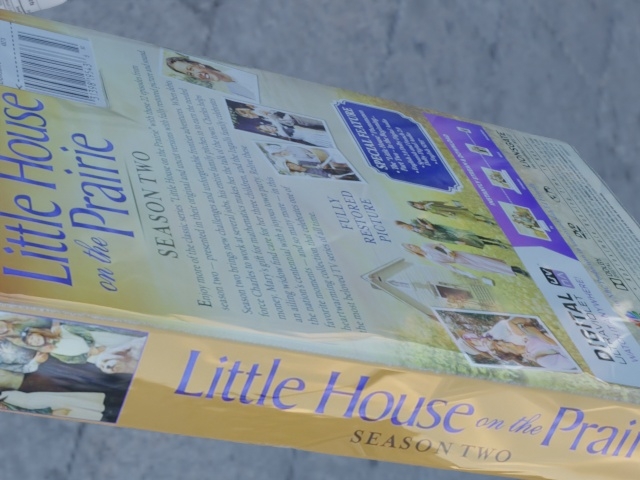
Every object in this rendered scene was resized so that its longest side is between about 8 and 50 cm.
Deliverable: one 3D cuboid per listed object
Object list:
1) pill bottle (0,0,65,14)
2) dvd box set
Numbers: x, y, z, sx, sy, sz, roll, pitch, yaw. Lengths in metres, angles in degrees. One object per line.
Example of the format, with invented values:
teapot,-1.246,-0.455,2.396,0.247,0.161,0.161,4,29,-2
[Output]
pill bottle,-0.332,-0.292,1.391,0.160,0.283,0.160,165,-90,-84
dvd box set,0.000,0.000,0.751,0.420,0.062,0.308,10,27,-22
